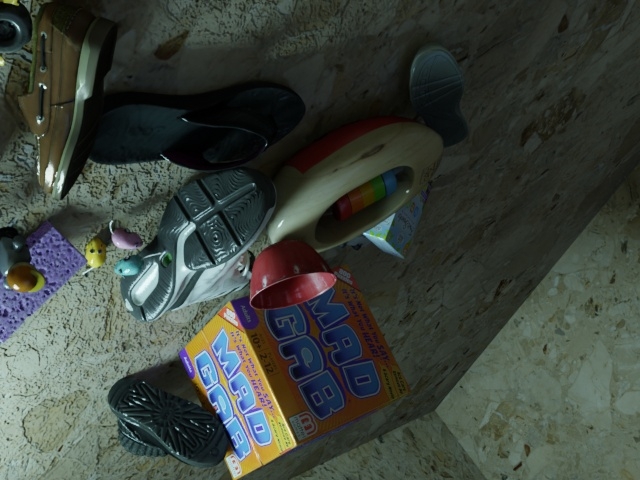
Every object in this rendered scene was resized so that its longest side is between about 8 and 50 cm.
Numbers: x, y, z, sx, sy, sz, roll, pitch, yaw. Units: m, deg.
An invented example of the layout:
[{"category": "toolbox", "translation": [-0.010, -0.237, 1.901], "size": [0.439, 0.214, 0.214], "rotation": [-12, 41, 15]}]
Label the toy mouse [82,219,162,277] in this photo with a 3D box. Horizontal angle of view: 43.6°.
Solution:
[{"category": "toy mouse", "translation": [-0.375, 0.028, 1.532], "size": [0.143, 0.031, 0.161], "rotation": [8, 132, -17]}]

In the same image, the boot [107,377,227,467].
[{"category": "boot", "translation": [-0.379, 0.498, 2.031], "size": [0.131, 0.348, 0.260], "rotation": [-49, 157, -33]}]

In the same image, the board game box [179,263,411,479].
[{"category": "board game box", "translation": [-0.074, 0.326, 1.986], "size": [0.356, 0.356, 0.356], "rotation": [-16, 162, -36]}]

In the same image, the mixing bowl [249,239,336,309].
[{"category": "mixing bowl", "translation": [-0.067, 0.060, 1.618], "size": [0.181, 0.098, 0.181], "rotation": [-16, 160, -6]}]

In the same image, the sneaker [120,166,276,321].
[{"category": "sneaker", "translation": [-0.200, -0.006, 1.640], "size": [0.447, 0.169, 0.257], "rotation": [-40, 165, 33]}]

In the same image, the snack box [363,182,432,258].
[{"category": "snack box", "translation": [0.194, -0.078, 1.978], "size": [0.207, 0.070, 0.174], "rotation": [-67, 153, -7]}]

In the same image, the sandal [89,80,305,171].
[{"category": "sandal", "translation": [-0.198, -0.178, 1.403], "size": [0.446, 0.107, 0.167], "rotation": [-13, 145, -39]}]

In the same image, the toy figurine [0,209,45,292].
[{"category": "toy figurine", "translation": [-0.559, 0.038, 1.226], "size": [0.209, 0.148, 0.213], "rotation": [-33, 140, -9]}]

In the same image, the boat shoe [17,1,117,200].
[{"category": "boat shoe", "translation": [-0.378, -0.201, 1.163], "size": [0.110, 0.104, 0.307], "rotation": [-79, -168, -57]}]

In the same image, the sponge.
[{"category": "sponge", "translation": [-0.522, 0.073, 1.416], "size": [0.210, 0.031, 0.117], "rotation": [-47, 144, -15]}]

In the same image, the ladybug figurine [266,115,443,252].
[{"category": "ladybug figurine", "translation": [0.065, -0.136, 1.728], "size": [0.449, 0.162, 0.305], "rotation": [-27, 153, -19]}]

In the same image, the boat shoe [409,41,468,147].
[{"category": "boat shoe", "translation": [0.254, -0.325, 1.750], "size": [0.118, 0.103, 0.320], "rotation": [-21, 149, 10]}]

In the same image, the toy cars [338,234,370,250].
[{"category": "toy cars", "translation": [0.000, 0.000, 1.958], "size": [0.394, 0.087, 0.176], "rotation": [-26, 158, -29]}]

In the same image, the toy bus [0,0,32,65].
[{"category": "toy bus", "translation": [-0.417, -0.326, 0.887], "size": [0.211, 0.149, 0.220], "rotation": [4, 136, -35]}]
